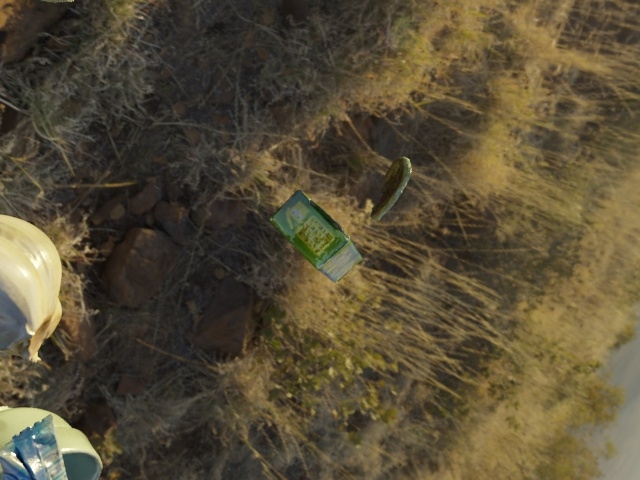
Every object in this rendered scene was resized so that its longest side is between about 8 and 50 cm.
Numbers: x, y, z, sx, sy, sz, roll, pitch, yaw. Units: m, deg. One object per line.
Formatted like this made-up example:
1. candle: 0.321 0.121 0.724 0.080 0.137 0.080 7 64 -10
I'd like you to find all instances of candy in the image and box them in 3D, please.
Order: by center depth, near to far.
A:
1. candy: -0.382 0.315 0.814 0.088 0.038 0.136 -21 104 -58
2. candy: 0.000 0.000 0.852 0.062 0.097 0.194 -45 167 0

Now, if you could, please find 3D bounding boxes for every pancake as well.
1. pancake: 0.133 -0.098 1.130 0.116 0.022 0.130 -43 -156 60

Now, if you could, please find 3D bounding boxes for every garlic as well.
1. garlic: -0.467 0.057 0.854 0.185 0.203 0.281 -68 -170 -17

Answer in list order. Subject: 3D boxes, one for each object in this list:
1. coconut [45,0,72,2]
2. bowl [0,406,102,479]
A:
1. coconut: -0.349 -0.349 0.781 0.082 0.083 0.081 10 77 -74
2. bowl: -0.547 0.395 1.012 0.307 0.163 0.307 -35 155 -19
